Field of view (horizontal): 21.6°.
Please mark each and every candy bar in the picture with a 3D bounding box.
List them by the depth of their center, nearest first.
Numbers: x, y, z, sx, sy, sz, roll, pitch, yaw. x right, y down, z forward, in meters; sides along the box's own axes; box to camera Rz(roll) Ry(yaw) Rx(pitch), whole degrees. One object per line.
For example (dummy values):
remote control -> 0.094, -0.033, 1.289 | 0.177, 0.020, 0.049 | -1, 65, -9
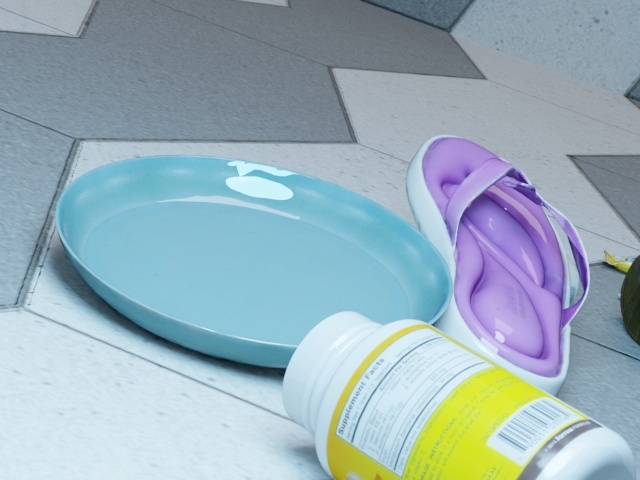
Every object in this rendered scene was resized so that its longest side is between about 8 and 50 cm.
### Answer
candy bar -> 0.401, 0.044, 1.933 | 0.161, 0.018, 0.040 | 18, 15, 0

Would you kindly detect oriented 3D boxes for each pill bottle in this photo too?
pill bottle -> 0.079, 0.125, 1.040 | 0.215, 0.117, 0.117 | 30, 18, 36

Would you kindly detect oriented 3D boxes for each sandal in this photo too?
sandal -> 0.173, 0.003, 1.478 | 0.169, 0.102, 0.416 | 28, 27, -16

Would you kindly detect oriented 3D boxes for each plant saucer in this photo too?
plant saucer -> -0.054, 0.018, 1.325 | 0.317, 0.044, 0.318 | 11, 25, -5

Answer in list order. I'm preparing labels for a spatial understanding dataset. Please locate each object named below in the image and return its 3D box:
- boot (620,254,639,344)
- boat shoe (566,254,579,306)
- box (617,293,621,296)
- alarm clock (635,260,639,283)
boot -> 0.400, 0.091, 1.645 | 0.165, 0.077, 0.213 | 12, 21, -22
boat shoe -> 0.179, 0.003, 1.683 | 0.081, 0.079, 0.227 | 17, 17, -25
box -> 0.420, 0.076, 1.790 | 0.178, 0.042, 0.109 | 12, 16, -27
alarm clock -> 0.365, 0.021, 1.601 | 0.129, 0.064, 0.192 | 12, 23, -13
